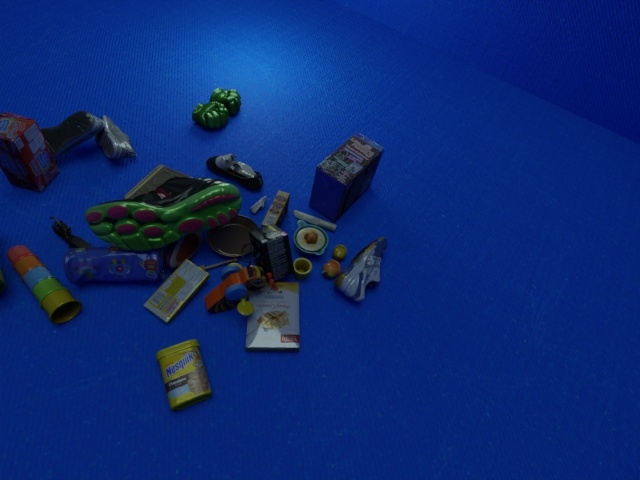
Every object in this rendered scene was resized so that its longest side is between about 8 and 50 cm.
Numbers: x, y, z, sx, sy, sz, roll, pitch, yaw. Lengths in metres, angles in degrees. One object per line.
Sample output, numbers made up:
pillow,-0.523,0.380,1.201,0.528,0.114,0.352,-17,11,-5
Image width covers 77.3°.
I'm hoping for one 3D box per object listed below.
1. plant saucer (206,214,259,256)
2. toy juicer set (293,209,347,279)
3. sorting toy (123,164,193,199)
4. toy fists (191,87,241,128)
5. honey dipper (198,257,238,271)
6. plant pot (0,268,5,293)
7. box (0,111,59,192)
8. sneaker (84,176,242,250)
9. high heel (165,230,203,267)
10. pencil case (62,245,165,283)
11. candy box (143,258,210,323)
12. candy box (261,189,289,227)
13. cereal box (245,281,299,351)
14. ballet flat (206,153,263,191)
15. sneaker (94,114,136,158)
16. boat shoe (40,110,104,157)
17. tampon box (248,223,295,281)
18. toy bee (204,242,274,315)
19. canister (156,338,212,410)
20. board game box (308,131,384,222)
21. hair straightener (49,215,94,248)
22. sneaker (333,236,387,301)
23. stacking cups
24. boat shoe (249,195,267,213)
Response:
plant saucer,-0.326,-0.012,1.510,0.198,0.036,0.199,5,52,-6
toy juicer set,0.000,0.000,1.529,0.209,0.089,0.329,4,53,-7
sorting toy,-0.645,-0.154,1.519,0.229,0.041,0.307,25,65,33
toy fists,-0.480,-0.633,1.903,0.142,0.096,0.279,24,52,6
honey dipper,-0.373,0.089,1.436,0.160,0.030,0.030,-16,58,-26
plant pot,-1.094,0.068,1.193,0.276,0.276,0.254,-31,76,-28
box,-1.082,-0.315,1.456,0.122,0.257,0.128,15,53,-1
sneaker,-0.510,-0.101,1.338,0.482,0.185,0.202,-12,32,-20
high heel,-0.520,-0.061,1.483,0.181,0.127,0.377,7,49,16
pencil case,-0.671,0.081,1.327,0.306,0.133,0.119,-2,22,-12
candy box,-0.477,0.167,1.337,0.105,0.027,0.206,33,65,11
candy box,-0.174,-0.091,1.551,0.053,0.109,0.187,17,53,2
cereal box,-0.157,0.252,1.340,0.173,0.047,0.240,2,54,-8
ballet flat,-0.359,-0.308,1.685,0.280,0.096,0.095,26,54,9
sneaker,-0.870,-0.425,1.698,0.115,0.105,0.281,7,39,-50
boat shoe,-1.022,-0.408,1.599,0.320,0.103,0.118,-30,90,4
tampon box,-0.170,0.042,1.400,0.101,0.161,0.120,-21,32,-24
toy bee,-0.238,0.147,1.297,0.162,0.298,0.195,14,62,-42
canister,-0.399,0.394,1.176,0.126,0.073,0.170,-17,60,-21
board game box,0.105,-0.260,1.651,0.141,0.232,0.291,35,56,14
hair straightener,-0.866,-0.025,1.391,0.230,0.089,0.047,37,38,20
sneaker,0.175,0.109,1.489,0.131,0.112,0.296,45,59,1
stacking cups,-0.886,0.124,1.274,0.316,0.096,0.096,41,57,20
boat shoe,-0.246,-0.143,1.628,0.035,0.035,0.100,48,51,-9
